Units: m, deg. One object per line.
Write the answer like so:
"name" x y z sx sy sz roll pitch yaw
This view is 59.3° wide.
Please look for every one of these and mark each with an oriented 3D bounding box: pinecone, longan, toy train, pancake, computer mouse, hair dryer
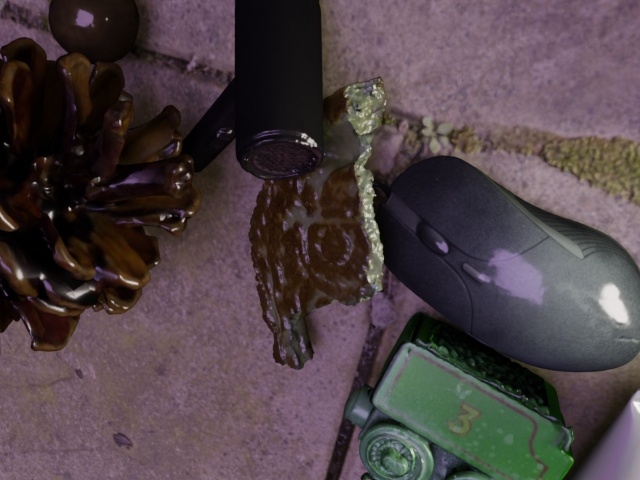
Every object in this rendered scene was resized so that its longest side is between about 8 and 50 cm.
"pinecone" -0.308 -0.053 0.598 0.385 0.384 0.384 7 111 19
"longan" -0.262 -0.262 0.652 0.106 0.106 0.119 -25 59 27
"toy train" 0.156 0.209 0.636 0.243 0.132 0.188 30 109 9
"pancake" 0.003 -0.002 0.634 0.197 0.054 0.376 44 131 31
"computer mouse" 0.156 0.018 0.587 0.379 0.090 0.167 31 116 12
"hair dryer" -0.086 -0.137 0.609 0.251 0.089 0.197 -28 59 49

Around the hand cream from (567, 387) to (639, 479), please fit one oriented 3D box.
"hand cream" 0.321 0.303 0.607 0.186 0.118 0.358 13 116 -15
